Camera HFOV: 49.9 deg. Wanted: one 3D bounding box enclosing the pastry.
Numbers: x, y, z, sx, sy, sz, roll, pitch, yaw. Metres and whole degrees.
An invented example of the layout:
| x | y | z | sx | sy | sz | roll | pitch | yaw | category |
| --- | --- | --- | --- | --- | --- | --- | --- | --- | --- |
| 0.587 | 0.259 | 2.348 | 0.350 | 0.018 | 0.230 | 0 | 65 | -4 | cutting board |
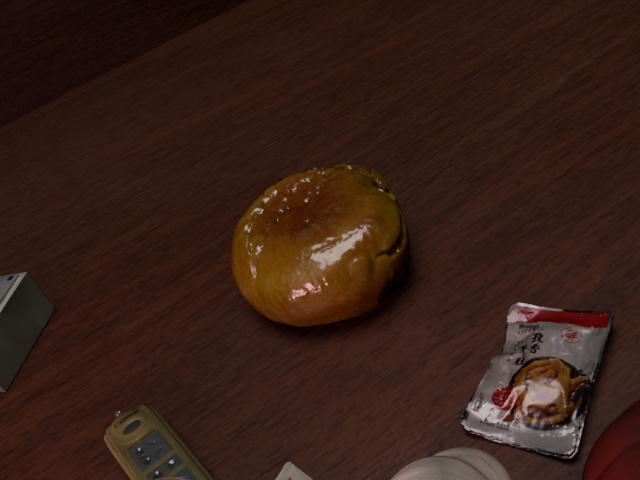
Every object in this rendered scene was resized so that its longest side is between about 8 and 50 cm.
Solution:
| x | y | z | sx | sy | sz | roll | pitch | yaw | category |
| --- | --- | --- | --- | --- | --- | --- | --- | --- | --- |
| 0.000 | 0.000 | 1.229 | 0.355 | 0.164 | 0.356 | -12 | 39 | 10 | pastry |

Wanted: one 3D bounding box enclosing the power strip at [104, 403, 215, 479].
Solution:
| x | y | z | sx | sy | sz | roll | pitch | yaw | category |
| --- | --- | --- | --- | --- | --- | --- | --- | --- | --- |
| -0.213 | 0.341 | 0.982 | 0.092 | 0.066 | 0.387 | -36 | 38 | -22 | power strip |

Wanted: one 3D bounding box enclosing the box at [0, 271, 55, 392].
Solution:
| x | y | z | sx | sy | sz | roll | pitch | yaw | category |
| --- | --- | --- | --- | --- | --- | --- | --- | --- | --- |
| -0.703 | 0.190 | 1.383 | 0.224 | 0.117 | 0.225 | -9 | 38 | 17 | box |

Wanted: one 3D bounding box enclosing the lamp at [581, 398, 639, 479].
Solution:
| x | y | z | sx | sy | sz | roll | pitch | yaw | category |
| --- | --- | --- | --- | --- | --- | --- | --- | --- | --- |
| 0.378 | 0.268 | 0.598 | 0.303 | 0.257 | 0.303 | 19 | 31 | -12 | lamp |

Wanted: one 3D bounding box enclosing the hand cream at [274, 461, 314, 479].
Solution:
| x | y | z | sx | sy | sz | roll | pitch | yaw | category |
| --- | --- | --- | --- | --- | --- | --- | --- | --- | --- |
| 0.011 | 0.355 | 0.870 | 0.234 | 0.050 | 0.080 | 11 | 53 | 45 | hand cream |

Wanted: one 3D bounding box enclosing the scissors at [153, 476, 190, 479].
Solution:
| x | y | z | sx | sy | sz | roll | pitch | yaw | category |
| --- | --- | --- | --- | --- | --- | --- | --- | --- | --- |
| -0.255 | 0.340 | 0.858 | 0.317 | 0.024 | 0.160 | -2 | 9 | 2 | scissors |

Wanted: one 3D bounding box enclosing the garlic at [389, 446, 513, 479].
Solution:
| x | y | z | sx | sy | sz | roll | pitch | yaw | category |
| --- | --- | --- | --- | --- | --- | --- | --- | --- | --- |
| 0.117 | 0.352 | 0.691 | 0.253 | 0.245 | 0.245 | -37 | 30 | 23 | garlic |

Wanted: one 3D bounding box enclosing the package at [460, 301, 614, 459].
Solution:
| x | y | z | sx | sy | sz | roll | pitch | yaw | category |
| --- | --- | --- | --- | --- | --- | --- | --- | --- | --- |
| 0.302 | 0.181 | 0.948 | 0.154 | 0.030 | 0.239 | 5 | 44 | 35 | package |
